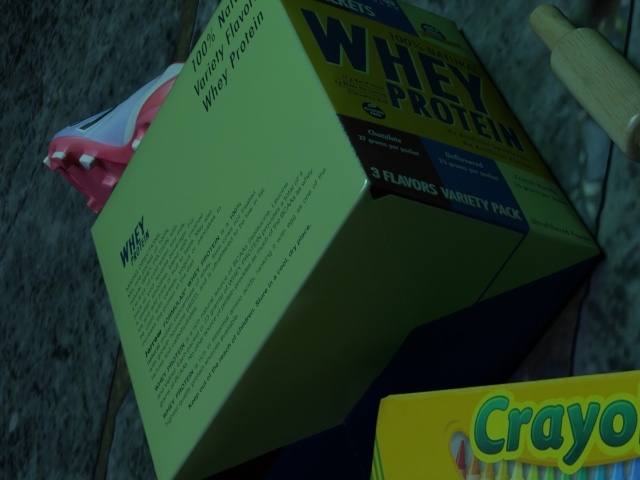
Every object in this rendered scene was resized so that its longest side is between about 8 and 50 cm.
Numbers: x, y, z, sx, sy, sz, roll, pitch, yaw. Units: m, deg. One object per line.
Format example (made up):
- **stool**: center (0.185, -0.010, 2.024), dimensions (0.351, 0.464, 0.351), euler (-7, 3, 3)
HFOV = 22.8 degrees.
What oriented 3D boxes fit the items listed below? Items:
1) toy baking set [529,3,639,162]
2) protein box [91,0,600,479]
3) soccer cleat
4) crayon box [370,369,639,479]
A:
- **toy baking set**: center (0.160, -0.143, 0.708), dimensions (0.196, 0.030, 0.256), euler (-67, 28, 21)
- **protein box**: center (0.000, 0.000, 0.809), dimensions (0.200, 0.136, 0.201), euler (-57, 35, 27)
- **soccer cleat**: center (-0.114, -0.075, 1.102), dimensions (0.095, 0.083, 0.248), euler (-52, 18, -23)
- **crayon box**: center (0.123, 0.137, 0.600), dimensions (0.278, 0.081, 0.165), euler (-15, 64, 55)
